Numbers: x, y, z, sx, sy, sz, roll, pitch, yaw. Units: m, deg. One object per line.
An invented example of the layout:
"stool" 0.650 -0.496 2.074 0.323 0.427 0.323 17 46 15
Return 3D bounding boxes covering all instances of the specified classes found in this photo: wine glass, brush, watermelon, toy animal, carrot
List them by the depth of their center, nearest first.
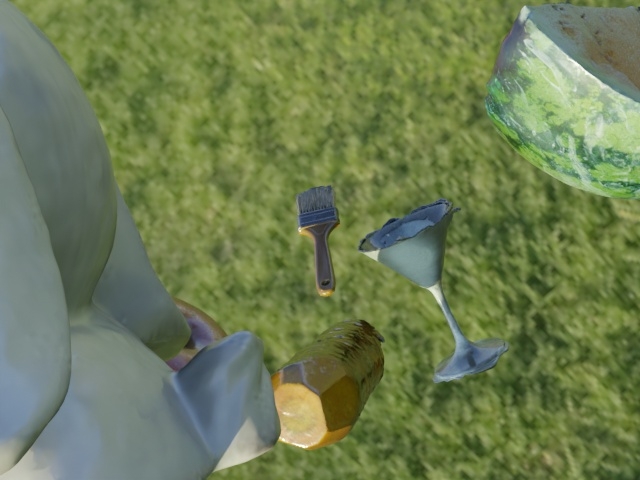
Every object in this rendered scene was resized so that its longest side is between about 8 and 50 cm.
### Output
"toy animal" -0.152 0.008 0.604 0.206 0.265 0.271 -23 -2 9
"watermelon" 0.264 -0.125 1.215 0.224 0.305 0.180 3 96 43
"brush" 0.000 0.000 1.365 0.043 0.014 0.170 -13 36 5
"carrot" 0.013 0.174 1.713 0.114 0.114 0.302 -34 0 18
"wine glass" 0.167 0.076 1.969 0.156 0.232 0.156 -26 11 5

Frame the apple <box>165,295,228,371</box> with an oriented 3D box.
"apple" -0.201 0.165 1.729 0.162 0.201 0.201 -57 25 28
